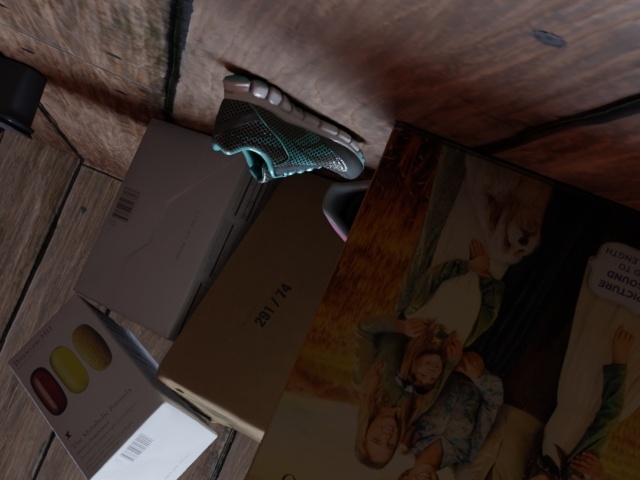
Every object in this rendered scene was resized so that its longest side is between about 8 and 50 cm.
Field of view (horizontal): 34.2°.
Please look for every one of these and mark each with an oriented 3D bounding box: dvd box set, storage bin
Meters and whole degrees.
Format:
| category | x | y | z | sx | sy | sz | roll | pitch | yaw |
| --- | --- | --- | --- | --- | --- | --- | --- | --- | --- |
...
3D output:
| category | x | y | z | sx | sy | sz | roll | pitch | yaw |
| --- | --- | --- | --- | --- | --- | --- | --- | --- | --- |
| dvd box set | 0.116 | 0.156 | 0.795 | 0.307 | 0.420 | 0.062 | 23 | 176 | 11 |
| storage bin | -0.458 | -0.214 | 1.458 | 0.135 | 0.091 | 0.098 | 21 | 175 | 16 |

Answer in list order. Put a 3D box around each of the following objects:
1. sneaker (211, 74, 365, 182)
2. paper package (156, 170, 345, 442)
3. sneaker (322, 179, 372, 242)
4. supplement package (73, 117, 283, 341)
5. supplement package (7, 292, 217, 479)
| category | x | y | z | sx | sy | sz | roll | pitch | yaw |
| --- | --- | --- | --- | --- | --- | --- | --- | --- | --- |
| sneaker | -0.033 | -0.083 | 0.928 | 0.166 | 0.076 | 0.065 | 26 | 176 | -35 |
| paper package | 0.019 | 0.113 | 1.256 | 0.309 | 0.325 | 0.168 | 21 | 162 | 38 |
| sneaker | 0.113 | 0.004 | 1.004 | 0.131 | 0.112 | 0.319 | 22 | 176 | -31 |
| supplement package | -0.173 | -0.003 | 1.406 | 0.204 | 0.262 | 0.145 | 21 | 175 | 39 |
| supplement package | -0.276 | 0.208 | 1.363 | 0.244 | 0.139 | 0.134 | 40 | 175 | 38 |
